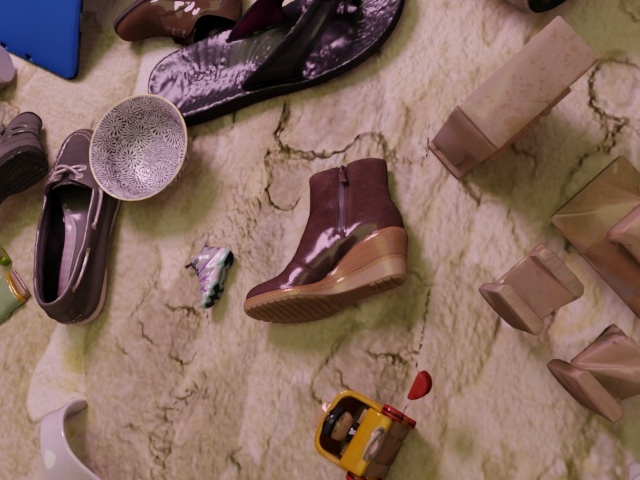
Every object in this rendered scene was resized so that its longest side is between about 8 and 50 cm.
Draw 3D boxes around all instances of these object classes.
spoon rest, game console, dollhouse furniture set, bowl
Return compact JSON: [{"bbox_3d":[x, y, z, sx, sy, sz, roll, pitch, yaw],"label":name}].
[{"bbox_3d":[-0.331,0.353,1.049,0.137,0.084,0.276,-29,66,5],"label":"spoon rest"},{"bbox_3d":[-0.486,-0.469,1.359,0.293,0.173,0.250,27,63,21],"label":"game console"},{"bbox_3d":[-0.539,0.054,1.218,0.076,0.058,0.151,-42,67,0],"label":"dollhouse furniture set"},{"bbox_3d":[0.341,-0.049,0.960,0.362,0.256,0.394,-42,88,0],"label":"dollhouse furniture set"},{"bbox_3d":[-0.268,-0.136,1.188,0.170,0.080,0.170,-3,78,17],"label":"bowl"}]

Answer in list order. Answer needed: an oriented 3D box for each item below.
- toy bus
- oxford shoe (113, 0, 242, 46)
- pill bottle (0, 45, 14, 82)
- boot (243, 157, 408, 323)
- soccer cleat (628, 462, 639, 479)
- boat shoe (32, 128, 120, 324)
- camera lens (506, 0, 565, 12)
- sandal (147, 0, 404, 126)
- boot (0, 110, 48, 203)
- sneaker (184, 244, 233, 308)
[{"bbox_3d":[0.043,0.237,0.929,0.104,0.191,0.202,26,125,22],"label":"toy bus"},{"bbox_3d":[-0.240,-0.364,1.260,0.227,0.083,0.096,-12,74,13],"label":"oxford shoe"},{"bbox_3d":[-0.631,-0.300,1.344,0.152,0.086,0.086,-10,70,12],"label":"pill bottle"},{"bbox_3d":[0.000,0.000,1.088,0.249,0.090,0.206,-17,57,11],"label":"boot"},{"bbox_3d":[0.387,0.341,0.852,0.143,0.116,0.331,32,86,46],"label":"soccer cleat"},{"bbox_3d":[-0.385,-0.037,1.184,0.112,0.095,0.335,-8,71,13],"label":"boat shoe"},{"bbox_3d":[0.274,-0.476,1.076,0.219,0.219,0.274,-45,67,-2],"label":"camera lens"},{"bbox_3d":[-0.075,-0.309,1.180,0.446,0.107,0.167,-24,68,7],"label":"sandal"},{"bbox_3d":[-0.563,-0.112,1.253,0.247,0.083,0.161,-29,41,-5],"label":"boot"},{"bbox_3d":[-0.177,0.052,1.131,0.069,0.038,0.098,13,67,21],"label":"sneaker"}]
